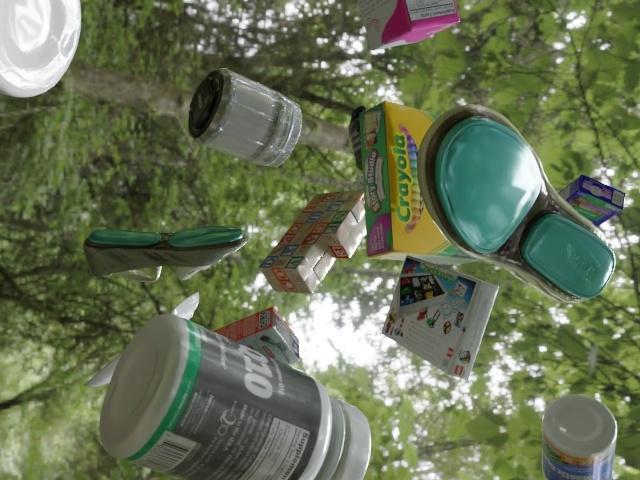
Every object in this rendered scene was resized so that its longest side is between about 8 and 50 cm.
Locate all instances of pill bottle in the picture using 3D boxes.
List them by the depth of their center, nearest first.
[{"bbox_3d":[-0.114,0.264,1.052,0.204,0.361,0.204,-38,-144,34],"label":"pill bottle"},{"bbox_3d":[-0.586,-0.359,1.082,0.392,0.224,0.224,15,-69,16],"label":"pill bottle"},{"bbox_3d":[0.572,0.481,1.608,0.152,0.152,0.272,-125,-165,-48],"label":"pill bottle"}]

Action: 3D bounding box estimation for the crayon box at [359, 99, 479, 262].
[{"bbox_3d":[0.251,-0.132,1.782,0.106,0.313,0.363,-15,-106,49],"label":"crayon box"}]

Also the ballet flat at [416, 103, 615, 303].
[{"bbox_3d":[0.128,-0.023,0.521,0.086,0.248,0.086,-24,-131,30],"label":"ballet flat"}]

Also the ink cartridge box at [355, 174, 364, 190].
[{"bbox_3d":[0.203,-0.144,2.294,0.153,0.087,0.208,17,-32,22],"label":"ink cartridge box"}]

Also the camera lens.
[{"bbox_3d":[-0.219,-0.343,2.040,0.219,0.274,0.219,-32,-130,46],"label":"camera lens"}]

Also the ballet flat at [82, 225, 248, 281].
[{"bbox_3d":[-0.196,0.019,0.926,0.072,0.213,0.068,-79,167,-67],"label":"ballet flat"}]

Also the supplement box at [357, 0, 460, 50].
[{"bbox_3d":[0.122,-0.432,1.154,0.111,0.114,0.220,-6,-80,59],"label":"supplement box"}]

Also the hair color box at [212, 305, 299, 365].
[{"bbox_3d":[-0.128,0.182,1.190,0.093,0.167,0.053,57,18,-35],"label":"hair color box"}]

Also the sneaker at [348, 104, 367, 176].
[{"bbox_3d":[0.127,-0.264,1.933,0.300,0.111,0.121,-114,-172,-58],"label":"sneaker"}]

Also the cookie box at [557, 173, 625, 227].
[{"bbox_3d":[0.494,-0.068,1.340,0.107,0.092,0.040,120,-8,-65],"label":"cookie box"}]

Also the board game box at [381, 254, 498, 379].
[{"bbox_3d":[0.240,0.151,1.520,0.305,0.053,0.193,23,-85,68],"label":"board game box"}]

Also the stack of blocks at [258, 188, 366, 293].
[{"bbox_3d":[0.000,0.000,1.820,0.171,0.297,0.087,-1,-50,41],"label":"stack of blocks"}]

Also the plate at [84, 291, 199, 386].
[{"bbox_3d":[-0.412,0.242,1.743,0.045,0.277,0.278,49,4,-2],"label":"plate"}]
